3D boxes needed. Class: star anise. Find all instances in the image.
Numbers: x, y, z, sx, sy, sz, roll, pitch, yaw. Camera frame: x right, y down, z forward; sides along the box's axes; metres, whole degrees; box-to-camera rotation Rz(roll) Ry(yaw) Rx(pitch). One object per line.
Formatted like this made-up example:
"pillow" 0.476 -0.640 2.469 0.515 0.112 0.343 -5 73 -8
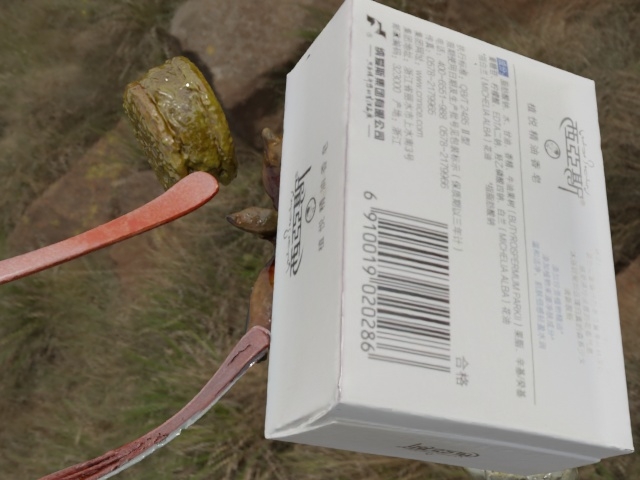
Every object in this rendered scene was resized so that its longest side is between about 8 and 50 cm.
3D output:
"star anise" -0.001 0.000 0.844 0.111 0.196 0.212 6 87 21

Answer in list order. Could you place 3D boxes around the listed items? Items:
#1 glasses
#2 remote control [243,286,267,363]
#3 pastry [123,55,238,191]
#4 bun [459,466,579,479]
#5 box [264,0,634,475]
"glasses" -0.154 0.089 0.482 0.268 0.234 0.118 -19 53 -5
"remote control" -0.068 0.094 1.009 0.016 0.034 0.091 -75 -5 -65
"pastry" -0.184 -0.143 1.221 0.103 0.189 0.189 -27 48 -14
"bun" 0.282 0.263 1.439 0.204 0.281 0.282 -10 65 16
"box" 0.081 0.002 0.609 0.116 0.203 0.274 140 138 -55
